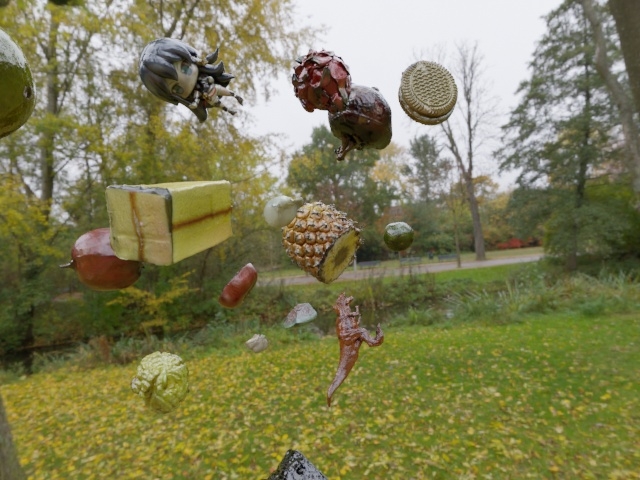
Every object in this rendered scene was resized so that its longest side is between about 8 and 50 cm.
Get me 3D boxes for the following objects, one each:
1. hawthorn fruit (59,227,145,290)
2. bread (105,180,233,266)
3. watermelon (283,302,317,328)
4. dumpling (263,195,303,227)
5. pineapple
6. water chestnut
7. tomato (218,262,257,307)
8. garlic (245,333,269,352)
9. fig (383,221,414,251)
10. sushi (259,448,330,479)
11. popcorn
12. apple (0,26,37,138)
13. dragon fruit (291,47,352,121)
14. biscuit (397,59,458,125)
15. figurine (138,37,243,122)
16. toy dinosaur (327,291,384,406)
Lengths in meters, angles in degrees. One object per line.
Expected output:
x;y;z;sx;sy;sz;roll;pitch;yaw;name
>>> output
-0.718;0.069;1.333;0.249;0.216;0.215;-12;3;-42;hawthorn fruit
-0.340;-0.056;0.944;0.163;0.168;0.264;5;14;17;bread
-0.109;0.364;1.869;0.180;0.094;0.081;-42;-29;11;watermelon
-0.133;-0.112;1.485;0.154;0.112;0.181;-20;19;-22;dumpling
0.001;-0.003;1.796;0.300;0.353;0.352;41;25;30;pineapple
0.171;-0.512;1.817;0.334;0.347;0.335;19;-1;0;water chestnut
-0.343;0.205;1.743;0.085;0.225;0.225;35;3;7;tomato
-0.254;0.421;1.645;0.094;0.074;0.113;-18;-11;37;garlic
0.304;-0.029;1.591;0.123;0.123;0.156;-5;37;-3;fig
-0.041;0.607;0.874;0.210;0.350;0.170;35;56;27;sushi
-0.654;0.595;1.650;0.236;0.252;0.206;25;30;8;popcorn
-0.529;-0.242;0.597;0.196;0.197;0.157;-7;26;38;apple
0.016;-0.559;1.482;0.233;0.293;0.234;-22;-9;-4;dragon fruit
0.420;-0.578;1.570;0.258;0.260;0.079;-5;-12;-11;biscuit
-0.365;-0.444;1.116;0.196;0.175;0.265;15;-10;41;figurine
0.130;0.367;1.451;0.207;0.433;0.097;-6;-40;13;toy dinosaur
